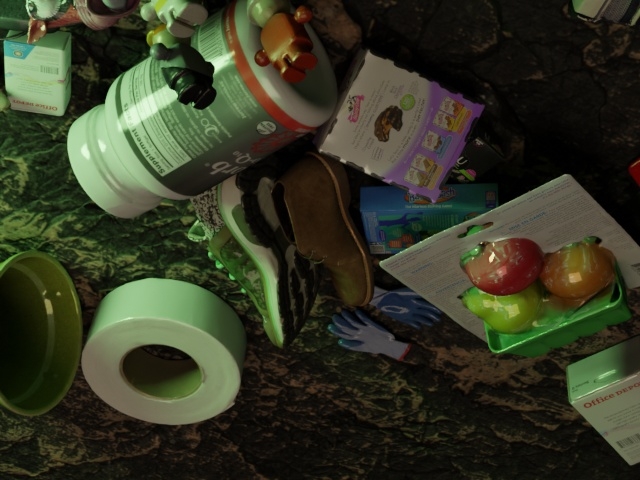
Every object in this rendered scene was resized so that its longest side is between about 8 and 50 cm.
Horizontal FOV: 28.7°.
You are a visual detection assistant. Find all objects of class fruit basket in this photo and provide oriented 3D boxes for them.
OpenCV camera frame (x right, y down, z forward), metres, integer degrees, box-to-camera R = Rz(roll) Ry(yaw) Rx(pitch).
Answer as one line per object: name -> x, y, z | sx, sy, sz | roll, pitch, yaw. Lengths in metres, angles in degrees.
fruit basket -> 0.317, 0.036, 1.933 | 0.327, 0.165, 0.353 | -27, 134, 27

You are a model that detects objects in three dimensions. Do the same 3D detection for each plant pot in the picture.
plant pot -> -0.587, 0.157, 2.126 | 0.254, 0.276, 0.276 | -2, 133, 24

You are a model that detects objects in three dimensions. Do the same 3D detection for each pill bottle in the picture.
pill bottle -> -0.174, -0.184, 1.786 | 0.363, 0.210, 0.210 | -27, 124, 28

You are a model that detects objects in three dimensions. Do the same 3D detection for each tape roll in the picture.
tape roll -> -0.273, 0.201, 2.217 | 0.286, 0.100, 0.286 | 3, 132, 3

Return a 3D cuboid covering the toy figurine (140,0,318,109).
toy figurine -> -0.115, -0.285, 1.516 | 0.209, 0.148, 0.213 | -19, 147, -9

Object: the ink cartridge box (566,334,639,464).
ink cartridge box -> 0.556, 0.284, 2.214 | 0.154, 0.093, 0.212 | -30, 124, 27

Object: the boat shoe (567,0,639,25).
boat shoe -> 0.452, -0.410, 1.592 | 0.158, 0.127, 0.340 | 11, 140, -13

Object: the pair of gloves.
pair of gloves -> 0.114, 0.136, 2.172 | 0.159, 0.023, 0.198 | 22, 131, -16

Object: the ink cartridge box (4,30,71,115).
ink cartridge box -> -0.418, -0.252, 1.855 | 0.088, 0.052, 0.122 | 9, 132, -2

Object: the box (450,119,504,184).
box -> 0.227, -0.133, 1.896 | 0.062, 0.052, 0.083 | 37, 125, -27

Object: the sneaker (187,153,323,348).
sneaker -> -0.119, 0.007, 2.030 | 0.182, 0.158, 0.410 | 11, 137, 29

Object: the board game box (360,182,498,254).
board game box -> 0.173, -0.032, 1.961 | 0.210, 0.047, 0.160 | -1, 154, 7

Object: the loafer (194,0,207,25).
loafer -> -0.198, -0.357, 1.738 | 0.056, 0.050, 0.148 | -7, 129, 14

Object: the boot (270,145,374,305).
boot -> 0.000, 0.000, 1.973 | 0.112, 0.115, 0.305 | 26, 146, 45

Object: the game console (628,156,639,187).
game console -> 0.567, -0.111, 1.909 | 0.144, 0.085, 0.124 | -37, 88, 32

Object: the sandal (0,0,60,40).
sandal -> -0.480, -0.324, 1.775 | 0.254, 0.097, 0.054 | 9, 132, 12

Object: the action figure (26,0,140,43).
action figure -> -0.247, -0.384, 1.624 | 0.370, 0.248, 0.276 | -41, 145, 18

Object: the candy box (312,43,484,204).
candy box -> 0.112, -0.170, 1.820 | 0.196, 0.070, 0.165 | 24, 102, -15

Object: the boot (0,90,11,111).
boot -> -0.503, -0.240, 1.846 | 0.118, 0.042, 0.087 | 18, 129, 44
